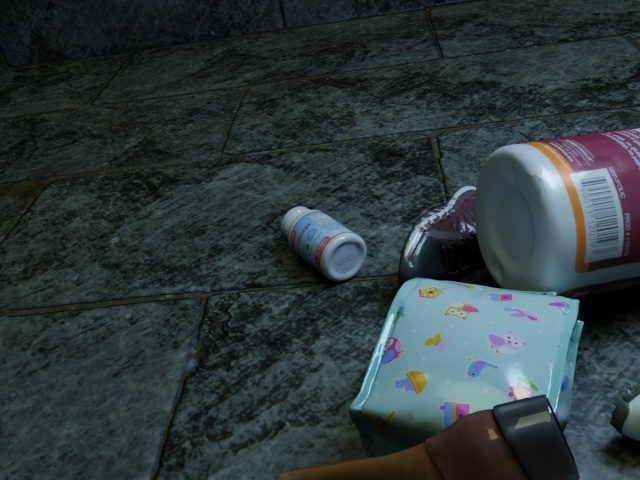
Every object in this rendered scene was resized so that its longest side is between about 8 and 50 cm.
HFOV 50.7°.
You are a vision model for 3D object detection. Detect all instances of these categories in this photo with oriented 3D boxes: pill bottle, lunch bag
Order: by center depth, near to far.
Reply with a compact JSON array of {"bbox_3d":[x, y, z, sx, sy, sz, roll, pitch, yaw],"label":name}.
[{"bbox_3d":[0.183,0.154,0.802,0.223,0.160,0.262,6,42,25],"label":"lunch bag"},{"bbox_3d":[0.442,-0.048,0.957,0.392,0.224,0.224,-9,32,-13],"label":"pill bottle"},{"bbox_3d":[0.000,0.000,1.151,0.087,0.087,0.160,-26,35,-23],"label":"pill bottle"}]

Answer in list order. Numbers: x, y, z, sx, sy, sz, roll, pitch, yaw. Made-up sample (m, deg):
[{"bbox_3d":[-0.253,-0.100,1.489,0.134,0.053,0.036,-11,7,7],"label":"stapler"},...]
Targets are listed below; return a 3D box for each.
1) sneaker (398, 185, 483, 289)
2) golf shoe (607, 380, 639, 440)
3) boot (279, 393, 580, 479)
[{"bbox_3d":[0.247,0.003,1.064,0.162,0.106,0.281,17,41,31],"label":"sneaker"},{"bbox_3d":[0.457,0.193,0.717,0.273,0.105,0.120,-7,40,7],"label":"golf shoe"},{"bbox_3d":[0.119,0.304,0.612,0.280,0.264,0.096,-24,-4,14],"label":"boot"}]
